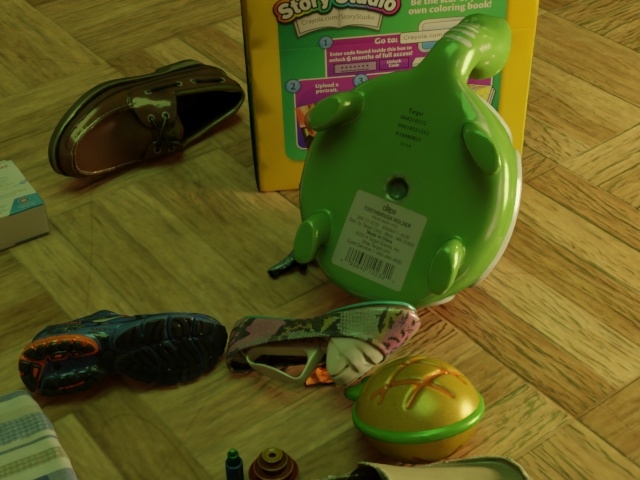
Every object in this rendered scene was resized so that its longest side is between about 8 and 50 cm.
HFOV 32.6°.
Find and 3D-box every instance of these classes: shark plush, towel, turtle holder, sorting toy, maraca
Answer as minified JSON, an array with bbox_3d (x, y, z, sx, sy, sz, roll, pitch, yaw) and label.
[{"bbox_3d":[0.000,0.000,1.352,0.067,0.073,0.161,12,57,49],"label":"shark plush"},{"bbox_3d":[-0.336,0.222,0.992,0.209,0.034,0.285,-19,19,-21],"label":"towel"},{"bbox_3d":[0.108,-0.085,1.236,0.243,0.320,0.227,-9,-4,23],"label":"turtle holder"},{"bbox_3d":[-0.069,0.226,1.042,0.102,0.042,0.061,-32,46,-32],"label":"sorting toy"},{"bbox_3d":[0.090,0.160,1.081,0.127,0.099,0.185,-9,12,-11],"label":"maraca"}]

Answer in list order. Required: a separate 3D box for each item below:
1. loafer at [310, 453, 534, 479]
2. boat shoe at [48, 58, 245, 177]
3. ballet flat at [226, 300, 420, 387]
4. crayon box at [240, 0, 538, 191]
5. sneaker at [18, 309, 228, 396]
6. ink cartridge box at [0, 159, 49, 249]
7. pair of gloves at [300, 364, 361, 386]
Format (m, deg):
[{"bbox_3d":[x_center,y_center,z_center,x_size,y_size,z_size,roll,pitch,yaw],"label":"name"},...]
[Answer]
[{"bbox_3d":[0.073,0.244,0.970,0.268,0.092,0.102,-12,39,-13],"label":"loafer"},{"bbox_3d":[-0.232,-0.170,1.512,0.104,0.111,0.307,24,44,31],"label":"boat shoe"},{"bbox_3d":[-0.002,0.114,1.140,0.221,0.077,0.079,-6,50,27],"label":"ballet flat"},{"bbox_3d":[0.084,-0.232,1.410,0.363,0.313,0.106,-6,38,-5],"label":"crayon box"},{"bbox_3d":[-0.211,0.106,1.180,0.221,0.083,0.087,-3,24,-10],"label":"sneaker"},{"bbox_3d":[-0.413,-0.044,1.405,0.088,0.052,0.122,-22,43,-24],"label":"ink cartridge box"},{"bbox_3d":[0.012,0.126,1.195,0.074,0.010,0.083,-7,37,-6],"label":"pair of gloves"}]
